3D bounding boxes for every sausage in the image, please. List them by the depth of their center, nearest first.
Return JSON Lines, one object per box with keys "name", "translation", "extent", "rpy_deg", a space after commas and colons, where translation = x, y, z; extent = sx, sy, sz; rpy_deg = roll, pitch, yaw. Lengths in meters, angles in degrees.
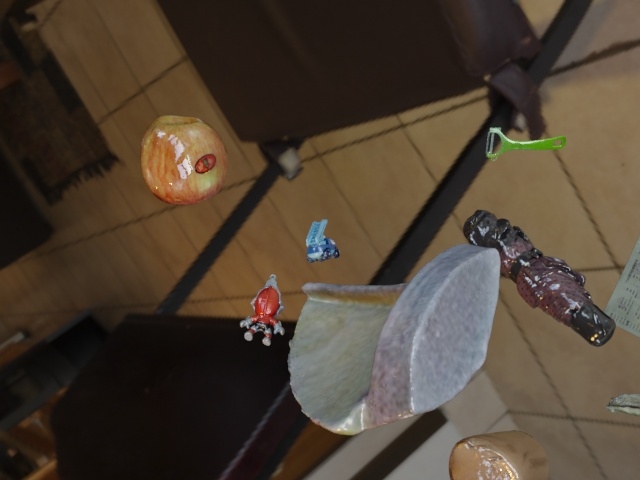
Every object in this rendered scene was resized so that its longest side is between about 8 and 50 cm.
{"name": "sausage", "translation": [0.282, 0.364, 1.524], "extent": [0.123, 0.123, 0.253], "rpy_deg": [42, -171, 24]}

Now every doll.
{"name": "doll", "translation": [-0.076, 0.098, 1.386], "extent": [0.057, 0.114, 0.039], "rpy_deg": [-8, 138, 26]}

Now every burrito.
{"name": "burrito", "translation": [0.604, 0.305, 1.770], "extent": [0.171, 0.051, 0.042], "rpy_deg": [2, 114, 43]}

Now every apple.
{"name": "apple", "translation": [-0.220, -0.132, 1.540], "extent": [0.146, 0.146, 0.131], "rpy_deg": [24, 128, 48]}

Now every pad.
{"name": "pad", "translation": [0.637, 0.068, 1.766], "extent": [0.159, 0.009, 0.265], "rpy_deg": [27, 115, 22]}

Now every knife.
{"name": "knife", "translation": [0.426, -0.198, 1.994], "extent": [0.022, 0.166, 0.078], "rpy_deg": [-92, 2, -50]}

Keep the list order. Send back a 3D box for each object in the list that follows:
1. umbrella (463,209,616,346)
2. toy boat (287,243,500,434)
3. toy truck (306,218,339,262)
{"name": "umbrella", "translation": [0.357, 0.056, 1.589], "extent": [0.326, 0.090, 0.094], "rpy_deg": [44, 127, 37]}
{"name": "toy boat", "translation": [0.073, 0.128, 1.150], "extent": [0.293, 0.276, 0.111], "rpy_deg": [-24, 120, 35]}
{"name": "toy truck", "translation": [0.000, 0.000, 2.068], "extent": [0.056, 0.073, 0.090], "rpy_deg": [-11, 85, 31]}
